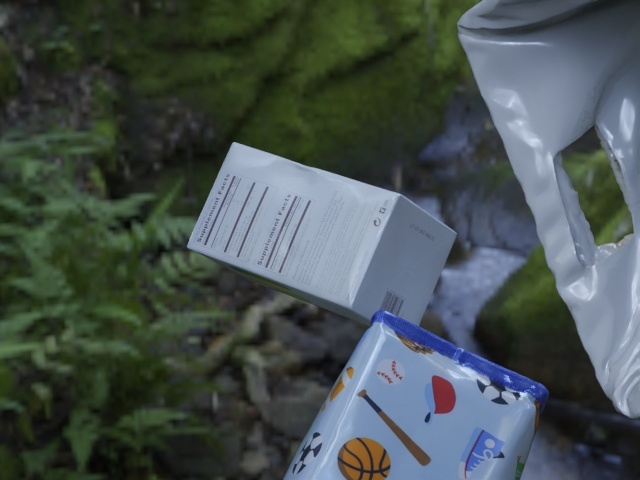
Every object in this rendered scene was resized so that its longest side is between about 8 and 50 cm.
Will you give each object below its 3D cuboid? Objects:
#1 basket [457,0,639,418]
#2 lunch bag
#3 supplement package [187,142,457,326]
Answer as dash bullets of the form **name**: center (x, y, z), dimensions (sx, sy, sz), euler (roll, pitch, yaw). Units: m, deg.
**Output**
- **basket**: center (0.305, -0.076, 1.093), dimensions (0.266, 0.328, 0.331), euler (-23, 2, -16)
- **lunch bag**: center (0.059, 0.321, 1.684), dimensions (0.239, 0.385, 0.328), euler (27, 56, 4)
- **supplement package**: center (0.000, 0.000, 1.790), dimensions (0.244, 0.139, 0.133), euler (19, 83, 38)
